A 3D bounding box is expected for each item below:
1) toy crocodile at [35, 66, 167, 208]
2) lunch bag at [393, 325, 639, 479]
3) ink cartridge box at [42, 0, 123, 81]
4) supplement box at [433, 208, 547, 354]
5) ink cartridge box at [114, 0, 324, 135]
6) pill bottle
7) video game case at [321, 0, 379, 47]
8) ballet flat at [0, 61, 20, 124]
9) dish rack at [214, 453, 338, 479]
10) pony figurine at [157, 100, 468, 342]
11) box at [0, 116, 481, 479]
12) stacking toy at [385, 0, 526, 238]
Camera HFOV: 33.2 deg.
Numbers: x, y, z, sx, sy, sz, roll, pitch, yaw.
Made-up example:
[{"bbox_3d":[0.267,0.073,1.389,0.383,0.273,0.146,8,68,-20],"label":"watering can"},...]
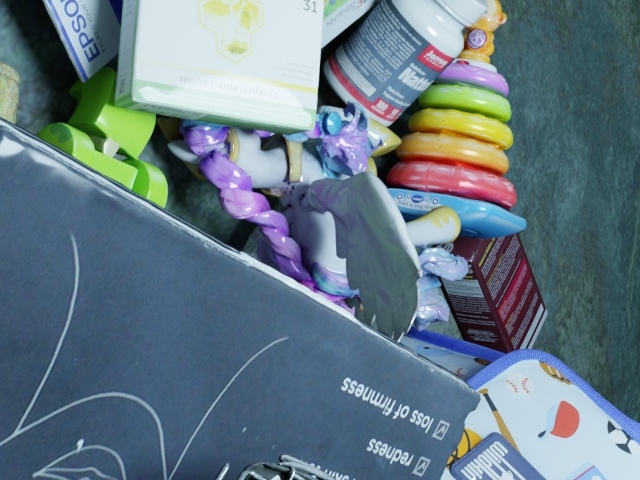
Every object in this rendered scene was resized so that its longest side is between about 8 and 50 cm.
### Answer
[{"bbox_3d":[-0.221,0.014,0.911,0.115,0.105,0.341,23,79,-50],"label":"toy crocodile"},{"bbox_3d":[0.112,0.262,1.082,0.327,0.385,0.239,-31,118,-30],"label":"lunch bag"},{"bbox_3d":[-0.190,-0.344,0.934,0.307,0.072,0.304,-48,131,-37],"label":"ink cartridge box"},{"bbox_3d":[0.246,0.066,1.548,0.130,0.073,0.239,-56,135,-35],"label":"supplement box"},{"bbox_3d":[-0.082,-0.219,0.927,0.171,0.056,0.235,6,86,-28],"label":"ink cartridge box"},{"bbox_3d":[0.099,-0.226,1.218,0.108,0.180,0.108,36,25,-20],"label":"pill bottle"},{"bbox_3d":[0.015,-0.326,1.135,0.193,0.023,0.212,-44,138,-33],"label":"video game case"},{"bbox_3d":[-0.320,-0.157,0.719,0.348,0.123,0.123,47,56,-59],"label":"ballet flat"},{"bbox_3d":[-0.070,0.244,0.589,0.272,0.074,0.208,-58,140,-11],"label":"dish rack"},{"bbox_3d":[0.000,0.000,1.095,0.363,0.302,0.351,8,55,-50],"label":"pony figurine"},{"bbox_3d":[-0.211,0.193,0.684,0.480,0.297,0.472,33,82,-49],"label":"box"},{"bbox_3d":[0.179,-0.162,1.328,0.165,0.175,0.302,16,85,-59],"label":"stacking toy"}]
